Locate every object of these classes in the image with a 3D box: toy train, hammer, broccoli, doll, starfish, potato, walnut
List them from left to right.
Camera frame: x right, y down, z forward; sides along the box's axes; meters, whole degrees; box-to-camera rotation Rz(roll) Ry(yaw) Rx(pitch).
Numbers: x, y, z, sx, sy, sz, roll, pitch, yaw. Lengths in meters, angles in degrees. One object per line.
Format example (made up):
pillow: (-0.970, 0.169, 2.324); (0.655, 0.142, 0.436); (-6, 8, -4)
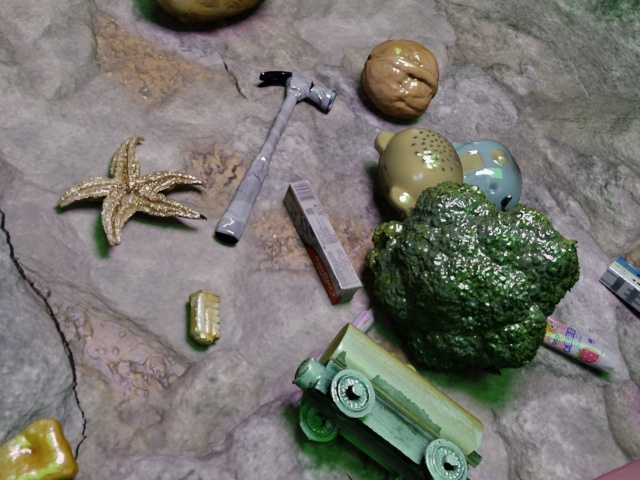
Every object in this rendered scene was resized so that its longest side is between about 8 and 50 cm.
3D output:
starfish: (-0.295, -0.081, 1.097); (0.227, 0.043, 0.240); (8, 52, -19)
potato: (-0.195, -0.528, 1.347); (0.307, 0.173, 0.210); (-34, 39, -29)
hammer: (-0.087, -0.159, 1.234); (0.152, 0.044, 0.427); (22, 53, -6)
toy train: (0.109, 0.244, 0.973); (0.307, 0.126, 0.189); (37, 54, -1)
walnut: (0.161, -0.328, 1.387); (0.167, 0.149, 0.166); (-1, 92, -27)
doll: (0.226, -0.114, 1.252); (0.261, 0.161, 0.177); (4, 58, -22)
broccoli: (0.243, 0.047, 1.107); (0.321, 0.304, 0.283); (46, 23, 9)
toy train: (0.645, 0.125, 1.300); (0.051, 0.052, 0.234); (-33, 64, -31)

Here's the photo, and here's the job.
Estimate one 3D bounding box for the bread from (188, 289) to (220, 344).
bread: (-0.172, 0.115, 1.019); (0.049, 0.034, 0.088); (11, 57, -32)

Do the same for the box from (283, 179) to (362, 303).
box: (0.000, 0.000, 1.151); (0.040, 0.055, 0.218); (-13, 64, -27)

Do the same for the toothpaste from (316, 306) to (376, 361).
toothpaste: (0.039, 0.162, 1.075); (0.045, 0.028, 0.170); (44, 55, 2)

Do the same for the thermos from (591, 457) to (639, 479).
thermos: (0.401, 0.432, 0.978); (0.265, 0.146, 0.176); (-14, 89, -20)

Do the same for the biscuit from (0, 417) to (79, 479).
biscuit: (-0.406, 0.247, 0.837); (0.183, 0.039, 0.174); (-13, 61, -29)

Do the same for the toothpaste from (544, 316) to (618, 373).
toothpaste: (0.429, 0.172, 1.218); (0.194, 0.043, 0.067); (27, 55, 5)

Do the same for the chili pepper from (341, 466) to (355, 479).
chili pepper: (0.070, 0.388, 0.901); (0.086, 0.084, 0.192); (-6, 64, -44)
